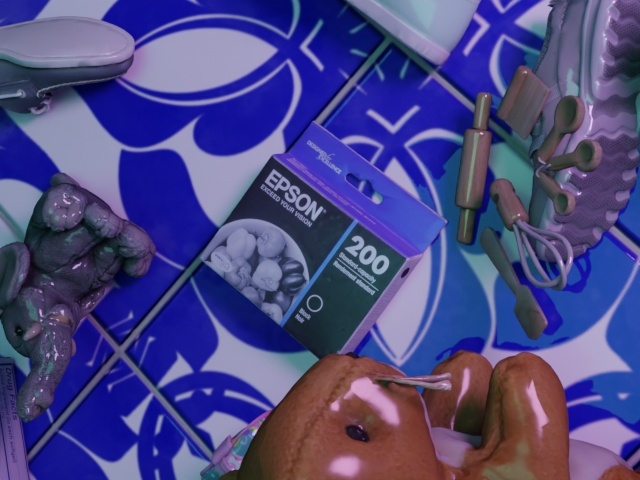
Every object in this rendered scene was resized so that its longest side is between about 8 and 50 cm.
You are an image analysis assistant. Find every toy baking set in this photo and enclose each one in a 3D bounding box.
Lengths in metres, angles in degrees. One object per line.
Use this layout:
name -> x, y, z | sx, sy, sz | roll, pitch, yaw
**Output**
toy baking set -> 0.192, -0.042, 0.916 | 0.196, 0.030, 0.256 | -147, 63, -62

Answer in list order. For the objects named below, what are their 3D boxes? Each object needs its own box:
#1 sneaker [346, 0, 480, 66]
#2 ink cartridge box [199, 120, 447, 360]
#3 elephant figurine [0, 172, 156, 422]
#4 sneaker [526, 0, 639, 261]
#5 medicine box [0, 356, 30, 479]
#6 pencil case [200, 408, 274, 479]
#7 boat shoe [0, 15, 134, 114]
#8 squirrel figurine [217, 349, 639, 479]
sneaker -> 0.073, -0.323, 1.009 | 0.256, 0.094, 0.151 | 37, 104, 8
ink cartridge box -> 0.000, 0.000, 1.037 | 0.206, 0.045, 0.208 | 38, 97, 18
elephant figurine -> -0.319, 0.057, 1.076 | 0.169, 0.186, 0.239 | 34, 88, -4
sneaker -> 0.258, -0.117, 0.946 | 0.115, 0.105, 0.281 | 20, 99, 55
medicine box -> -0.474, 0.280, 1.049 | 0.149, 0.289, 0.264 | -14, 81, 16
pencil case -> -0.002, 0.316, 0.973 | 0.124, 0.124, 0.284 | -44, 73, 11
boat shoe -> -0.377, -0.215, 1.176 | 0.319, 0.116, 0.099 | 0, 129, 13
squirrel figurine -> 0.094, 0.277, 0.755 | 0.281, 0.370, 0.397 | 9, 82, 60
